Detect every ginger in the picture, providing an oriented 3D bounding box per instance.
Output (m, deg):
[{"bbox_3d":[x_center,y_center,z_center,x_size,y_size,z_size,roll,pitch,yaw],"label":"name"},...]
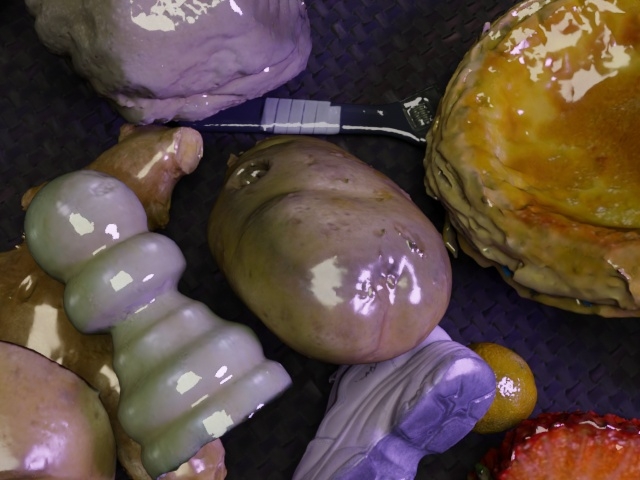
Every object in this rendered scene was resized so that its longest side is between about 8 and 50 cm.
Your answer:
[{"bbox_3d":[-0.260,0.063,0.833,0.362,0.122,0.348,1,73,0],"label":"ginger"}]

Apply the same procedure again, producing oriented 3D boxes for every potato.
[{"bbox_3d":[-0.290,0.218,0.702,0.239,0.116,0.299,32,103,-14],"label":"potato"},{"bbox_3d":[0.000,0.000,0.818,0.191,0.141,0.296,1,33,-20],"label":"potato"}]

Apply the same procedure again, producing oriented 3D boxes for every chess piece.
[{"bbox_3d":[-0.141,0.051,0.738,0.133,0.133,0.243,-33,85,-13],"label":"chess piece"}]

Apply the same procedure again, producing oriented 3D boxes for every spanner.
[{"bbox_3d":[0.010,-0.128,0.952,0.315,0.024,0.087,3,73,-4],"label":"spanner"}]

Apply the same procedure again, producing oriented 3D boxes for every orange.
[{"bbox_3d":[0.155,0.136,0.863,0.095,0.085,0.085,7,74,-20],"label":"orange"}]

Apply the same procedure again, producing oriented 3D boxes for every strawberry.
[{"bbox_3d":[0.235,0.229,0.818,0.286,0.106,0.188,-18,95,9],"label":"strawberry"}]

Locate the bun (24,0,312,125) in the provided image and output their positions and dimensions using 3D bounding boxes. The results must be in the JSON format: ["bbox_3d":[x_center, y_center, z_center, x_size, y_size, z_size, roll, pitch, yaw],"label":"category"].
[{"bbox_3d":[-0.151,-0.232,0.852,0.204,0.281,0.282,-35,79,25],"label":"bun"}]

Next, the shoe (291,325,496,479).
[{"bbox_3d":[0.036,0.165,0.836,0.095,0.138,0.245,34,101,-33],"label":"shoe"}]

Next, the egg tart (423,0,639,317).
[{"bbox_3d":[0.285,-0.087,0.854,0.387,0.169,0.388,-14,53,20],"label":"egg tart"}]
